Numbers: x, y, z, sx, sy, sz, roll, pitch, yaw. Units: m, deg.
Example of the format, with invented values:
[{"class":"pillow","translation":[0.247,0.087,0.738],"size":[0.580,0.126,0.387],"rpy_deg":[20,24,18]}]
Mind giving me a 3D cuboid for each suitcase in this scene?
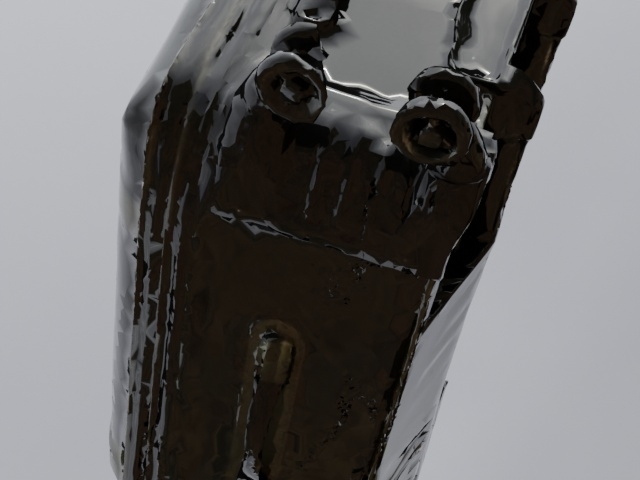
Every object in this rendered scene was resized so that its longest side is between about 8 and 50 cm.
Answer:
[{"class":"suitcase","translation":[0.000,0.000,0.808],"size":[0.434,0.194,0.283],"rpy_deg":[99,-170,-47]}]
